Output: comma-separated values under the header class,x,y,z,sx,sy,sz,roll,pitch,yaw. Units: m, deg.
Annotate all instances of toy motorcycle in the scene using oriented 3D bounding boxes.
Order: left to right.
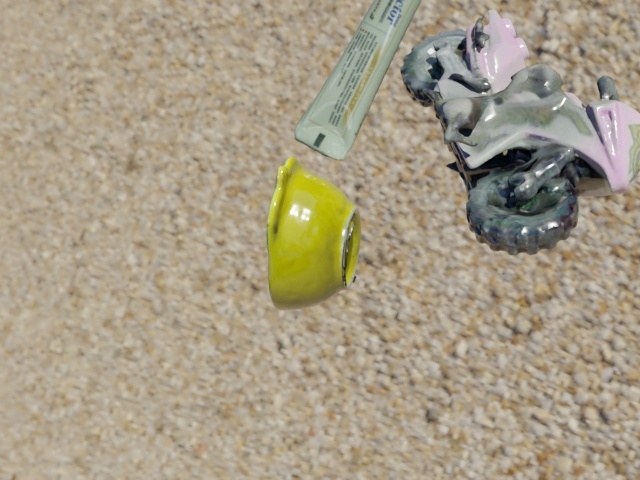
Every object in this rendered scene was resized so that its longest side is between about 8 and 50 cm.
class,x,y,z,sx,sy,sz,roll,pitch,yaw
toy motorcycle,0.199,-0.118,1.170,0.188,0.143,0.327,-21,43,3

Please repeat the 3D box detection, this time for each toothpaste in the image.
class,x,y,z,sx,sy,sz,roll,pitch,yaw
toothpaste,0.055,-0.207,1.268,0.067,0.037,0.255,30,95,20

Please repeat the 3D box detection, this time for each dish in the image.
class,x,y,z,sx,sy,sz,roll,pitch,yaw
dish,0.000,0.000,1.276,0.080,0.207,0.149,8,53,11
